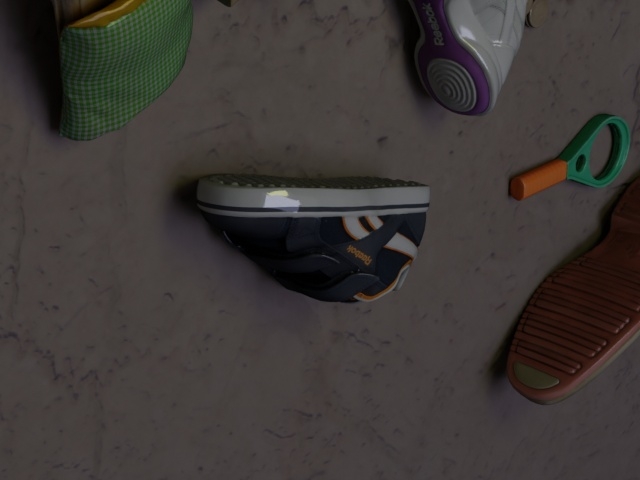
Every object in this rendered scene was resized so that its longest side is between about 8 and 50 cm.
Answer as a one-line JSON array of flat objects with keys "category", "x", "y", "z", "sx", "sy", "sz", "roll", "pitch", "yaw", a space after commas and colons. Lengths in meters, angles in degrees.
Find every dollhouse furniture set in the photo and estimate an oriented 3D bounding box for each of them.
[{"category": "dollhouse furniture set", "x": -0.074, "y": -0.202, "z": 1.441, "sx": 0.301, "sy": 0.151, "sz": 0.198, "roll": -48, "pitch": 158, "yaw": -29}]

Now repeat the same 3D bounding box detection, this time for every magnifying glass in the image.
[{"category": "magnifying glass", "x": 0.307, "y": -0.093, "z": 2.086, "sx": 0.231, "sy": 0.026, "sz": 0.092, "roll": -22, "pitch": 121, "yaw": -42}]

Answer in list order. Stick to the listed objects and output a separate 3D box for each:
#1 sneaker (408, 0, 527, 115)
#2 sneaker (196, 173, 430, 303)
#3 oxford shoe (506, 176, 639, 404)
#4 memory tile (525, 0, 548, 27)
[{"category": "sneaker", "x": 0.144, "y": -0.282, "z": 1.769, "sx": 0.152, "sy": 0.114, "sz": 0.305, "roll": -54, "pitch": 146, "yaw": -36}, {"category": "sneaker", "x": 0.000, "y": 0.000, "z": 1.681, "sx": 0.321, "sy": 0.126, "sz": 0.128, "roll": 1, "pitch": 99, "yaw": -51}, {"category": "oxford shoe", "x": 0.377, "y": 0.083, "z": 2.155, "sx": 0.397, "sy": 0.140, "sz": 0.146, "roll": -44, "pitch": 141, "yaw": -26}, {"category": "memory tile", "x": 0.226, "y": -0.306, "z": 1.912, "sx": 0.148, "sy": 0.012, "sz": 0.113, "roll": 22, "pitch": 88, "yaw": -52}]
